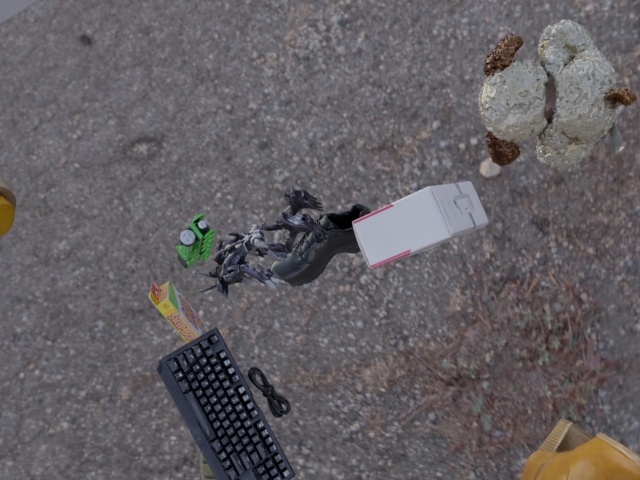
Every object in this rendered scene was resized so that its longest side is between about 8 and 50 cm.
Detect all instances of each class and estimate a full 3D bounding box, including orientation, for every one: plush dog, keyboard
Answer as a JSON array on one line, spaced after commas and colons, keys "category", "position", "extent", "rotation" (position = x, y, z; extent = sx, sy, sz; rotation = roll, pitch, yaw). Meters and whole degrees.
[{"category": "plush dog", "position": [0.379, -0.235, 1.177], "extent": [0.225, 0.210, 0.263], "rotation": [-6, 106, -4]}, {"category": "keyboard", "position": [-0.085, 0.179, 0.727], "extent": [0.108, 0.023, 0.180], "rotation": [-29, 94, -31]}]

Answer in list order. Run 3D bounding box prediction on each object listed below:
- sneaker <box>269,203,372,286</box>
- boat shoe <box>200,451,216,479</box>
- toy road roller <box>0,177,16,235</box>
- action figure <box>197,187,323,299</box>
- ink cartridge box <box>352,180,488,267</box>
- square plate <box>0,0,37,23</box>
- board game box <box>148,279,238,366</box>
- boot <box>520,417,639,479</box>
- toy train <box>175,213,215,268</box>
[{"category": "sneaker", "position": [0.000, 0.000, 1.618], "extent": [0.286, 0.130, 0.109], "rotation": [-32, 56, -2]}, {"category": "boat shoe", "position": [-0.189, 0.420, 1.446], "extent": [0.113, 0.103, 0.303], "rotation": [-24, 69, 46]}, {"category": "toy road roller", "position": [-0.712, -0.129, 1.224], "extent": [0.202, 0.329, 0.241], "rotation": [42, 121, 25]}, {"category": "action figure", "position": [-0.110, 0.029, 1.329], "extent": [0.275, 0.141, 0.164], "rotation": [-38, 33, 25]}, {"category": "ink cartridge box", "position": [0.232, -0.039, 1.572], "extent": [0.207, 0.283, 0.117], "rotation": [-25, 84, 29]}, {"category": "square plate", "position": [-0.245, -0.307, 0.640], "extent": [0.347, 0.049, 0.344], "rotation": [-26, 24, 38]}, {"category": "board game box", "position": [-0.252, 0.186, 1.399], "extent": [0.039, 0.259, 0.124], "rotation": [-39, 17, 0]}, {"category": "boot", "position": [0.399, 0.402, 1.071], "extent": [0.104, 0.295, 0.211], "rotation": [33, 82, -6]}, {"category": "toy train", "position": [-0.086, 0.003, 0.466], "extent": [0.023, 0.083, 0.017], "rotation": [-35, 85, -17]}]
